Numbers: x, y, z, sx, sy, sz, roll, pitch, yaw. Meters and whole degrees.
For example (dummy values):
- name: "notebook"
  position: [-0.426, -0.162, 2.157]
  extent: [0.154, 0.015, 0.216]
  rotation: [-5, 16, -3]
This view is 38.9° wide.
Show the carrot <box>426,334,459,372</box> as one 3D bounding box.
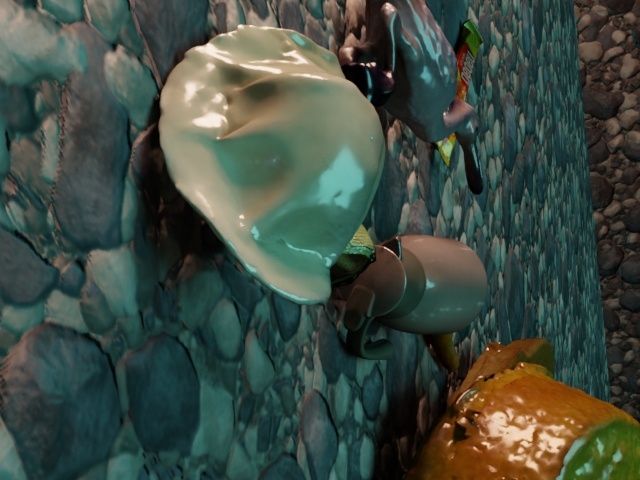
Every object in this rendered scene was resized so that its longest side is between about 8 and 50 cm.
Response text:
- name: "carrot"
  position: [0.146, 0.114, 1.121]
  extent: [0.190, 0.037, 0.037]
  rotation: [69, 29, -46]

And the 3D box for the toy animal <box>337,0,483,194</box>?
- name: "toy animal"
  position: [0.095, -0.162, 0.945]
  extent: [0.324, 0.090, 0.195]
  rotation: [7, 88, -58]

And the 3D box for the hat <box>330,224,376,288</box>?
- name: "hat"
  position: [0.001, 0.000, 0.723]
  extent: [0.076, 0.077, 0.059]
  rotation: [3, 67, -24]

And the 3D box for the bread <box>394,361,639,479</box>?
- name: "bread"
  position: [0.224, 0.325, 0.987]
  extent: [0.337, 0.204, 0.358]
  rotation: [-5, 102, -41]

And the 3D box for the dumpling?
- name: "dumpling"
  position: [-0.032, -0.068, 0.622]
  extent: [0.166, 0.126, 0.215]
  rotation: [38, 68, -28]

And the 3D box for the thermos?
- name: "thermos"
  position: [0.081, 0.058, 0.898]
  extent: [0.137, 0.105, 0.193]
  rotation: [-62, 155, 10]

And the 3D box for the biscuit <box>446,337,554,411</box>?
- name: "biscuit"
  position: [0.245, 0.341, 1.255]
  extent: [0.368, 0.076, 0.394]
  rotation: [-46, 129, -45]

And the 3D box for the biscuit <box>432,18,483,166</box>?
- name: "biscuit"
  position: [0.186, -0.209, 1.249]
  extent: [0.048, 0.026, 0.292]
  rotation: [49, 41, -28]
